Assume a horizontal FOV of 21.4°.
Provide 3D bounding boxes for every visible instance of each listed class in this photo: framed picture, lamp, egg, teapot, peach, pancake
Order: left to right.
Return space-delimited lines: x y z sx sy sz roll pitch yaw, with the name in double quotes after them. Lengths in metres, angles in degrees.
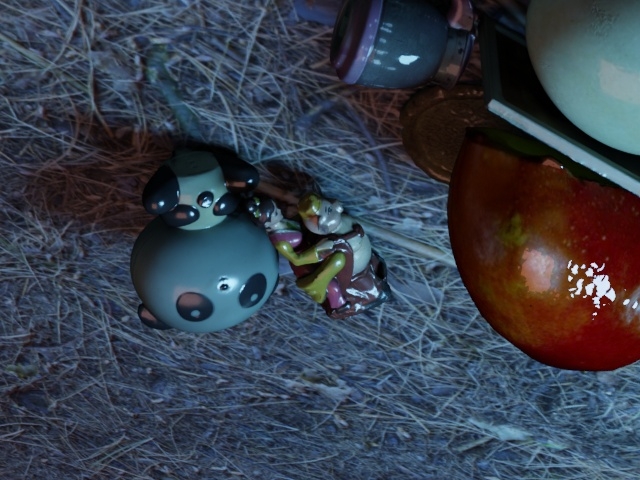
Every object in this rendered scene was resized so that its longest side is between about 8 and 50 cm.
-0.152 0.006 2.188 0.197 0.198 0.244 9 128 15 "lamp"
0.000 0.000 2.154 0.118 0.118 0.253 -3 141 31 "lamp"
0.095 -0.228 1.810 0.146 0.148 0.116 14 -176 -11 "teapot"
0.182 -0.117 1.976 0.199 0.021 0.199 13 145 10 "pancake"
0.268 -0.016 1.834 0.281 0.281 0.338 -5 134 32 "peach"
0.290 -0.118 1.761 0.289 0.211 0.020 29 118 -13 "framed picture"
0.313 -0.184 1.663 0.253 0.186 0.186 37 143 -21 "egg"
